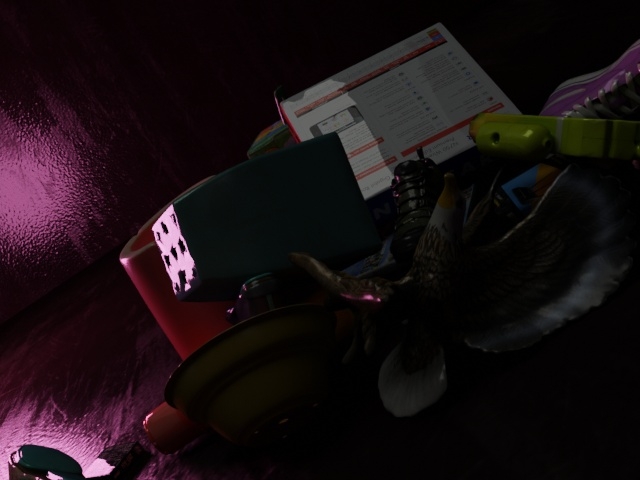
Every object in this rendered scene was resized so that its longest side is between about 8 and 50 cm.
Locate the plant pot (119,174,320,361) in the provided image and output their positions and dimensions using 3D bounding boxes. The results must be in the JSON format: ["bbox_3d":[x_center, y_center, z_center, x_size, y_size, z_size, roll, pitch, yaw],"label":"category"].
[{"bbox_3d":[-0.149,0.052,1.154,0.275,0.243,0.275,-34,18,13],"label":"plant pot"}]

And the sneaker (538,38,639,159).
[{"bbox_3d":[0.413,-0.187,1.090,0.161,0.102,0.282,-46,9,-29],"label":"sneaker"}]

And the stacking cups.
[{"bbox_3d":[-0.087,0.177,1.010,0.316,0.096,0.096,-38,15,2],"label":"stacking cups"}]

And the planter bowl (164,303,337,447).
[{"bbox_3d":[-0.058,0.170,0.861,0.217,0.090,0.217,-23,-29,-13],"label":"planter bowl"}]

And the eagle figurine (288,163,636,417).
[{"bbox_3d":[0.155,0.025,0.812,0.298,0.226,0.225,-14,-30,-28],"label":"eagle figurine"}]

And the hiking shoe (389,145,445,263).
[{"bbox_3d":[0.131,-0.053,1.105,0.086,0.114,0.227,-25,17,28],"label":"hiking shoe"}]

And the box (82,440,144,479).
[{"bbox_3d":[-0.302,0.323,1.101,0.083,0.018,0.067,-22,19,37],"label":"box"}]

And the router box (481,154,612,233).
[{"bbox_3d":[0.294,-0.052,0.989,0.133,0.046,0.179,-31,15,7],"label":"router box"}]

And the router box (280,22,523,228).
[{"bbox_3d":[0.135,-0.198,1.323,0.335,0.082,0.301,-26,52,-1],"label":"router box"}]

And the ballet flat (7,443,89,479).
[{"bbox_3d":[-0.358,0.345,1.002,0.316,0.107,0.106,-7,65,60],"label":"ballet flat"}]

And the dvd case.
[{"bbox_3d":[0.135,-0.002,1.208,0.253,0.022,0.180,-26,16,26],"label":"dvd case"}]

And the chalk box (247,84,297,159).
[{"bbox_3d":[-0.026,-0.178,1.565,0.179,0.289,0.180,-29,15,17],"label":"chalk box"}]

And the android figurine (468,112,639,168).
[{"bbox_3d":[0.314,-0.121,0.914,0.248,0.056,0.273,-3,14,-33],"label":"android figurine"}]

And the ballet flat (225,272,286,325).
[{"bbox_3d":[-0.075,0.092,0.925,0.074,0.074,0.203,-38,-4,-17],"label":"ballet flat"}]

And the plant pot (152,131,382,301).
[{"bbox_3d":[-0.080,-0.012,0.981,0.234,0.166,0.165,-18,-8,-30],"label":"plant pot"}]
